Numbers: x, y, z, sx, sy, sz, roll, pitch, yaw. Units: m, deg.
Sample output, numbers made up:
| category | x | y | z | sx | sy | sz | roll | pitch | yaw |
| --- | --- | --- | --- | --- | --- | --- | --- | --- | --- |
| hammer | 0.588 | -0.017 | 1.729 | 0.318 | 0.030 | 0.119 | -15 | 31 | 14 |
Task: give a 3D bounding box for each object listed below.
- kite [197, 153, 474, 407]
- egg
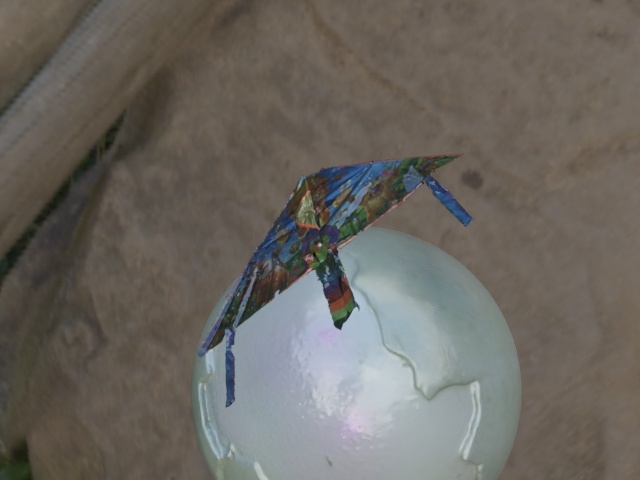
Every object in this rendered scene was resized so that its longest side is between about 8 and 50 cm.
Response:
| category | x | y | z | sx | sy | sz | roll | pitch | yaw |
| --- | --- | --- | --- | --- | --- | --- | --- | --- | --- |
| kite | 0.000 | 0.000 | 0.738 | 0.183 | 0.160 | 0.010 | -38 | 119 | 13 |
| egg | 0.029 | 0.123 | 1.146 | 0.278 | 0.336 | 0.278 | -1 | 71 | 2 |
